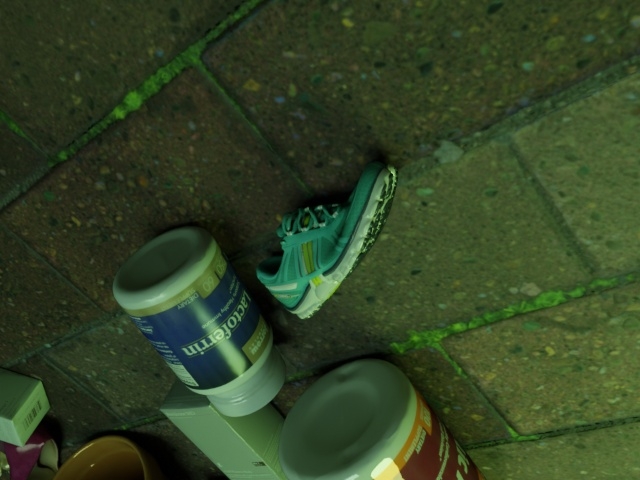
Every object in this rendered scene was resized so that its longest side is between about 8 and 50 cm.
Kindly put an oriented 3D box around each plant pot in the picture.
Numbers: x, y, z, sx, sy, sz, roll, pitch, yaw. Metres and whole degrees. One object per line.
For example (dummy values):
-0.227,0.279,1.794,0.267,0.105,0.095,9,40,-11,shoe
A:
-0.420,0.588,1.370,0.291,0.290,0.203,-9,142,27,plant pot

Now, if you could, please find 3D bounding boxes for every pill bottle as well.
-0.160,0.122,0.923,0.153,0.153,0.264,-10,127,28,pill bottle
0.132,0.387,0.999,0.224,0.224,0.392,-19,121,33,pill bottle

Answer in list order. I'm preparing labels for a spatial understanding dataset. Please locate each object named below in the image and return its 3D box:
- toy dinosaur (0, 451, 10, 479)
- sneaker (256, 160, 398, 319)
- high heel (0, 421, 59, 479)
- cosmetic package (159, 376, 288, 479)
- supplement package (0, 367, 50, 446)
-0.814,0.576,1.660,0.183,0.053,0.092,3,116,9,toy dinosaur
0.000,0.000,0.793,0.110,0.107,0.275,38,133,-1,sneaker
-0.645,0.566,1.514,0.182,0.127,0.377,8,130,28,high heel
-0.151,0.324,1.136,0.127,0.107,0.238,-16,126,35,cosmetic package
-0.678,0.334,1.343,0.180,0.105,0.105,14,134,7,supplement package
